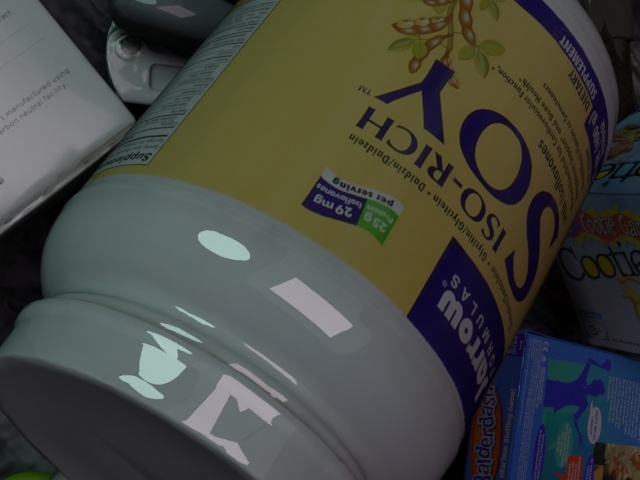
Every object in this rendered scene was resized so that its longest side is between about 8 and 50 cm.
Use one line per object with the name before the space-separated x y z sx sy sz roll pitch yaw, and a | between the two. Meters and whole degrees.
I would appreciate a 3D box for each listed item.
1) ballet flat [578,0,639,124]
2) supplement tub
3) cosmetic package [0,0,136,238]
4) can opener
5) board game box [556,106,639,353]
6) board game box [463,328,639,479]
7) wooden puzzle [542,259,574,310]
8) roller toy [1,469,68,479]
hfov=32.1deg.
ballet flat | 0.225 -0.094 0.910 0.084 0.058 0.250 -9 93 -37
supplement tub | 0.000 0.000 0.619 0.241 0.241 0.331 40 59 -11
cosmetic package | -0.295 -0.150 0.658 0.155 0.197 0.365 -40 99 -19
can opener | -0.019 -0.124 0.810 0.280 0.093 0.074 6 82 -23
board game box | 0.319 -0.042 0.850 0.275 0.144 0.142 -34 112 -27
board game box | 0.200 0.162 0.843 0.210 0.047 0.160 16 79 -35
wooden puzzle | 0.191 0.015 0.907 0.083 0.006 0.049 41 74 -11
roller toy | -0.103 0.219 0.712 0.191 0.146 0.209 -27 85 -25
